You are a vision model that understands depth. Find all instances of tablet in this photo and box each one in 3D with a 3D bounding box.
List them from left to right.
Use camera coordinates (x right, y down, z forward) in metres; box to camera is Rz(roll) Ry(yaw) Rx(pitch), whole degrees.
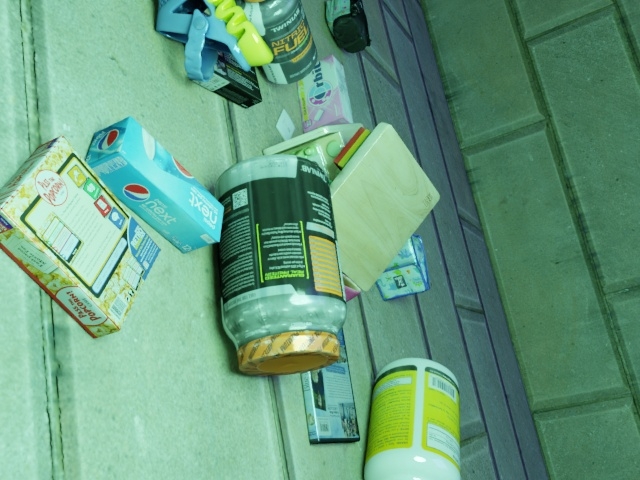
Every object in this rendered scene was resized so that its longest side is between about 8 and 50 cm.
[{"bbox_3d":[-0.076,-0.252,1.431,0.054,0.006,0.083,58,28,-29],"label":"tablet"}]

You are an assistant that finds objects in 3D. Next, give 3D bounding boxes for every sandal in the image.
[{"bbox_3d":[-0.222,-0.388,1.065,0.317,0.138,0.126,53,6,8],"label":"sandal"}]

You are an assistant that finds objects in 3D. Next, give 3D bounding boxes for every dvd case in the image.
[{"bbox_3d":[0.013,0.260,1.241,0.180,0.022,0.252,29,47,-58],"label":"dvd case"}]

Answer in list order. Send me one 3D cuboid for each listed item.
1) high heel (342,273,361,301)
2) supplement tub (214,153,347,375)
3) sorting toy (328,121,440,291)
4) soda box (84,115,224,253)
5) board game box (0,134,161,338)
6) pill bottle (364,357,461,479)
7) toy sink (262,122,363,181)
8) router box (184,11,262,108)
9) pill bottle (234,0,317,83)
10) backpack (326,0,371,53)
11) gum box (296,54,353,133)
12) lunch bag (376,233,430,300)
[{"bbox_3d":[-0.023,0.029,1.206,0.244,0.117,0.082,62,27,-23],"label":"high heel"},{"bbox_3d":[-0.064,0.041,1.017,0.194,0.194,0.315,33,45,-55],"label":"supplement tub"},{"bbox_3d":[0.083,-0.068,1.267,0.089,0.255,0.257,34,-7,42],"label":"sorting toy"},{"bbox_3d":[-0.225,-0.072,0.902,0.210,0.067,0.071,49,33,-43],"label":"soda box"},{"bbox_3d":[-0.283,-0.004,0.755,0.193,0.045,0.146,57,28,-31],"label":"board game box"},{"bbox_3d":[0.187,0.418,1.300,0.187,0.188,0.333,58,28,-30],"label":"pill bottle"},{"bbox_3d":[0.007,-0.161,1.368,0.234,0.153,0.131,-28,99,-67],"label":"toy sink"},{"bbox_3d":[-0.183,-0.337,1.210,0.179,0.046,0.133,14,60,-63],"label":"router box"},{"bbox_3d":[-0.094,-0.441,1.300,0.245,0.131,0.130,62,20,-61],"label":"pill bottle"},{"bbox_3d":[0.080,-0.670,1.937,0.152,0.115,0.181,59,23,-54],"label":"backpack"},{"bbox_3d":[0.008,-0.346,1.555,0.062,0.107,0.188,30,47,-57],"label":"gum box"},{"bbox_3d":[0.204,0.070,1.659,0.096,0.129,0.151,8,68,-63],"label":"lunch bag"}]
